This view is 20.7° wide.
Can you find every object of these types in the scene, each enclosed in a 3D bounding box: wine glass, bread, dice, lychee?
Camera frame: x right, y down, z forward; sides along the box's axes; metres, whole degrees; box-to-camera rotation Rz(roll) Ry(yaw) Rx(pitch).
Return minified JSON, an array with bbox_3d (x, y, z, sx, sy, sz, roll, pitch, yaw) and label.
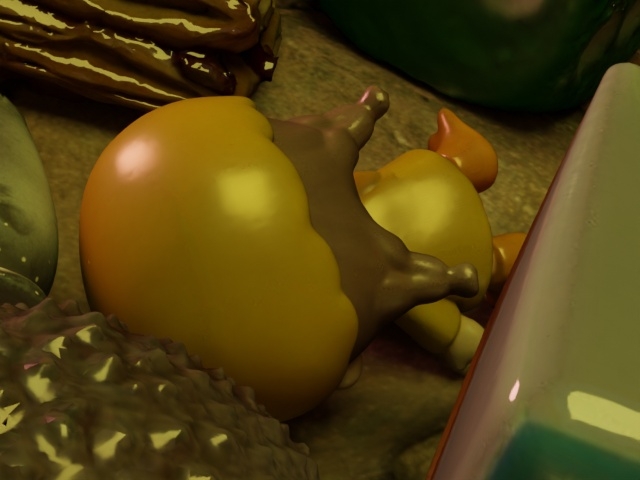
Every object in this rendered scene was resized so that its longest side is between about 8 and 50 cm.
[{"bbox_3d":[-0.222,-0.006,1.109,0.111,0.111,0.204,5,41,-17],"label":"wine glass"},{"bbox_3d":[-0.167,-0.269,1.415,0.314,0.192,0.370,13,35,-4],"label":"bread"},{"bbox_3d":[0.171,-0.303,1.514,0.300,0.287,0.297,29,37,17],"label":"dice"},{"bbox_3d":[-0.120,0.162,0.790,0.300,0.300,0.300,11,36,-8],"label":"lychee"}]

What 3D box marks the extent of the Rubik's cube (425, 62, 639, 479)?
[{"bbox_3d":[0.225,0.157,0.876,0.351,0.347,0.352,23,36,7],"label":"Rubik's cube"}]

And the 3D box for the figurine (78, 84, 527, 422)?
[{"bbox_3d":[0.000,0.000,1.150,0.343,0.187,0.215,-12,57,-44],"label":"figurine"}]
